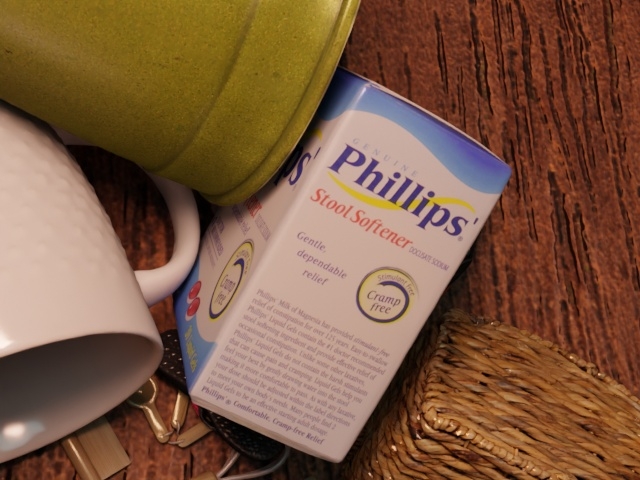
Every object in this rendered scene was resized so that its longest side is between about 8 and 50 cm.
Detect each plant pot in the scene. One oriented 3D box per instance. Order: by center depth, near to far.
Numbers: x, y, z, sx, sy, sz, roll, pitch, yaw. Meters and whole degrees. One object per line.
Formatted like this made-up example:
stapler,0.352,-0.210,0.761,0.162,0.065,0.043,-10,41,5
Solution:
plant pot,-0.195,-0.249,0.784,0.353,0.366,0.366,15,69,-25

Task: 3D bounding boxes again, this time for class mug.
mug,-0.288,-0.004,0.870,0.374,0.276,0.328,-16,68,-30

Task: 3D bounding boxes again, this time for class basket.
basket,0.190,0.238,0.997,0.299,0.223,0.213,28,35,-4

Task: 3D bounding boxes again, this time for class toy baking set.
toy baking set,-0.130,0.236,0.950,0.256,0.030,0.196,34,67,-1

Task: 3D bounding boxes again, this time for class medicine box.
medicine box,0.000,0.000,0.869,0.149,0.263,0.289,27,98,-17

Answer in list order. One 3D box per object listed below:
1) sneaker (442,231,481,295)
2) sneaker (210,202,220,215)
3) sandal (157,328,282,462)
sneaker,0.084,0.035,1.020,0.108,0.121,0.302,35,68,-1
sneaker,0.000,-0.114,1.057,0.269,0.101,0.153,-11,78,-14
sandal,-0.102,0.156,0.965,0.179,0.040,0.067,38,55,25
